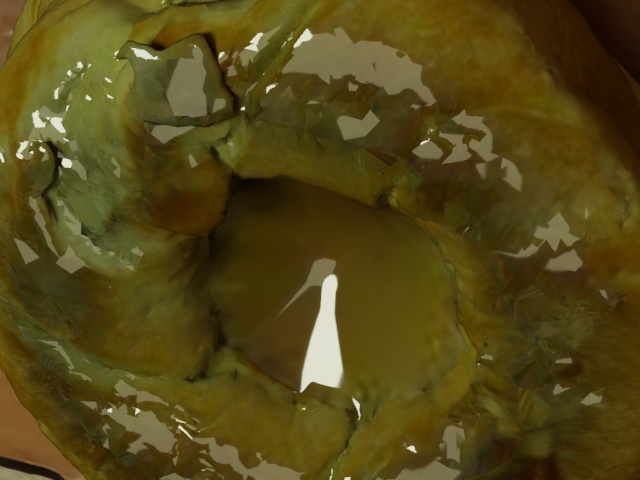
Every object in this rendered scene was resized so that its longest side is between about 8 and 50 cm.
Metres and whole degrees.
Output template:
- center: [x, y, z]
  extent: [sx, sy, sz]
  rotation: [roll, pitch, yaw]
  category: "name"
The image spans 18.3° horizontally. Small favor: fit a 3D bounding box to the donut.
- center: [0.000, 0.000, 0.933]
  extent: [0.360, 0.170, 0.360]
  rotation: [7, 121, 12]
  category: "donut"
